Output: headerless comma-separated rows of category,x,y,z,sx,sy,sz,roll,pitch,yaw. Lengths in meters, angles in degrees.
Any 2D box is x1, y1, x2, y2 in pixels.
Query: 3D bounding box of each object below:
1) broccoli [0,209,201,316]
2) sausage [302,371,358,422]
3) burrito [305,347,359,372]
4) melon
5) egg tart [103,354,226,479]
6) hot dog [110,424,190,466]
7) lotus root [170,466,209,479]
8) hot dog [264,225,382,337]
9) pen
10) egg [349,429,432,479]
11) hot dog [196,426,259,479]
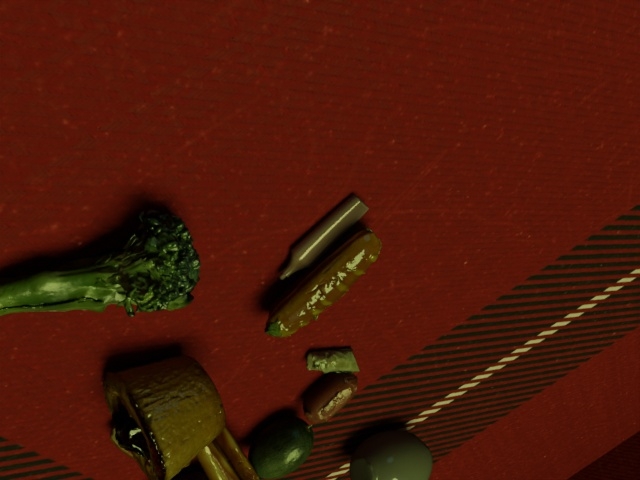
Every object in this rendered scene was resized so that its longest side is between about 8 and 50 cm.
broccoli,-0.323,0.051,0.997,0.304,0.146,0.165,-14,175,-8
sausage,0.021,0.335,1.520,0.141,0.076,0.076,-41,139,11
burrito,0.032,0.252,1.471,0.149,0.041,0.055,9,125,-40
melon,-0.083,0.447,1.532,0.167,0.114,0.114,-40,139,11
egg tart,-0.271,0.295,1.210,0.171,0.215,0.215,-27,141,-30
hot dog,-0.318,0.400,1.374,0.092,0.062,0.236,-39,140,1
lotus root,-0.278,0.555,1.540,0.203,0.078,0.183,4,132,-36
hot dog,0.002,0.076,1.240,0.269,0.115,0.072,-43,105,14
pen,0.000,0.000,1.214,0.197,0.032,0.053,-43,140,7
egg,0.183,0.565,1.769,0.232,0.176,0.176,-2,130,-34
hot dog,-0.201,0.456,1.439,0.068,0.100,0.250,-16,117,21
